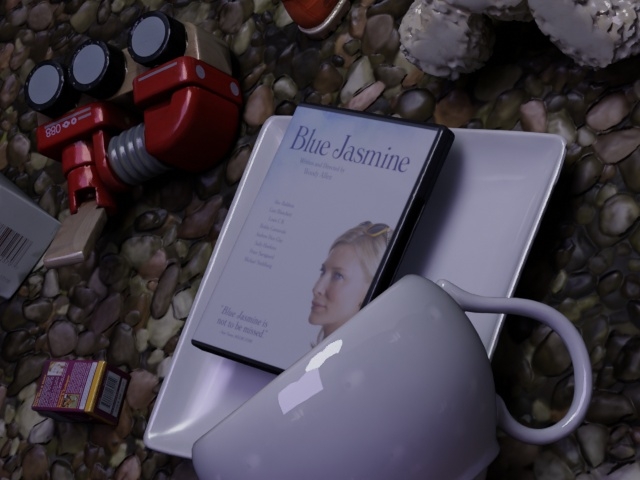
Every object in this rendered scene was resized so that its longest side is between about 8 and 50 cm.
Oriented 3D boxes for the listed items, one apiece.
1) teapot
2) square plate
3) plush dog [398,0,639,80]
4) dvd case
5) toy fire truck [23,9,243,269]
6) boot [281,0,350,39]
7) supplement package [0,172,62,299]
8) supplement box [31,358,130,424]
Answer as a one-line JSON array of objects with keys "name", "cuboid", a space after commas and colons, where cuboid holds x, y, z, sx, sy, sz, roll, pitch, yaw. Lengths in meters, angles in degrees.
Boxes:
[{"name": "teapot", "cuboid": [0.046, 0.157, 1.198, 0.187, 0.252, 0.256, 51, 127, 3]}, {"name": "square plate", "cuboid": [0.030, 0.057, 1.419, 0.347, 0.049, 0.344, 8, 71, 40]}, {"name": "plush dog", "cuboid": [0.189, -0.281, 1.412, 0.262, 0.210, 0.225, -2, 39, 35]}, {"name": "dvd case", "cuboid": [0.000, 0.000, 1.426, 0.180, 0.022, 0.253, 14, 75, 42]}, {"name": "toy fire truck", "cuboid": [-0.196, -0.085, 1.621, 0.217, 0.158, 0.246, -19, 67, 28]}, {"name": "boot", "cuboid": [0.011, -0.288, 1.604, 0.059, 0.084, 0.158, 21, 78, 44]}, {"name": "supplement package", "cuboid": [-0.387, -0.033, 1.755, 0.179, 0.105, 0.105, 35, 90, 44]}, {"name": "supplement box", "cuboid": [-0.236, 0.149, 1.578, 0.083, 0.043, 0.055, -1, 66, 37]}]
